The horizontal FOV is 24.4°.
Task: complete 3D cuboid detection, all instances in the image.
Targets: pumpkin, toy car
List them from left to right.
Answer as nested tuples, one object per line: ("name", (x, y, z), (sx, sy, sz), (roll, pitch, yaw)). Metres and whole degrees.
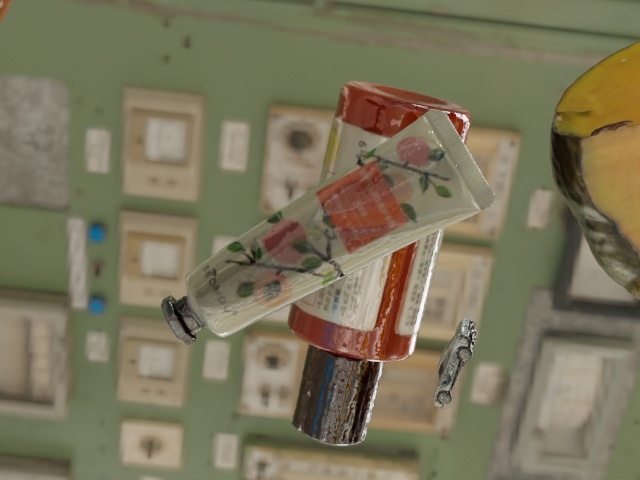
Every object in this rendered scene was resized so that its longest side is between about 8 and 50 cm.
("toy car", (0.123, 0.117, 1.385), (0.041, 0.025, 0.093), (-63, 175, -64))
("pumpkin", (0.281, -0.051, 0.966), (0.280, 0.190, 0.139), (13, -48, 58))

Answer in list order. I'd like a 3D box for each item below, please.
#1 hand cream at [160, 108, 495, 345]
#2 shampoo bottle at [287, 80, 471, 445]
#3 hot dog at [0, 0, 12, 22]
("hand cream", (0.000, 0.000, 1.001), (0.080, 0.234, 0.050), (61, 6, 15))
("shampoo bottle", (0.035, 0.023, 1.145), (0.104, 0.104, 0.278), (-91, -166, -79))
("hot dog", (-0.248, -0.124, 0.736), (0.153, 0.256, 0.150), (60, 23, -11))
